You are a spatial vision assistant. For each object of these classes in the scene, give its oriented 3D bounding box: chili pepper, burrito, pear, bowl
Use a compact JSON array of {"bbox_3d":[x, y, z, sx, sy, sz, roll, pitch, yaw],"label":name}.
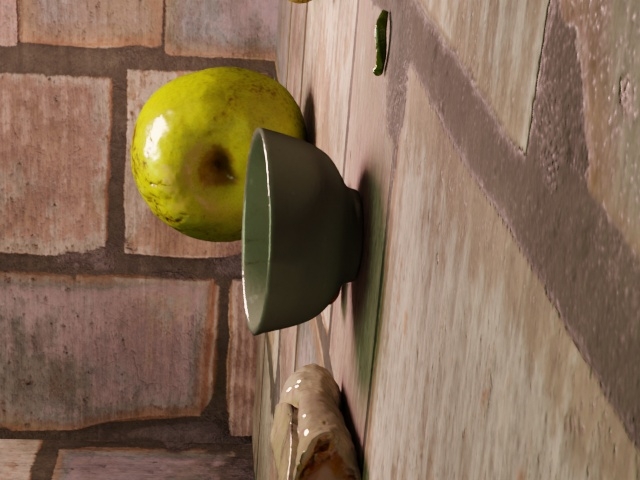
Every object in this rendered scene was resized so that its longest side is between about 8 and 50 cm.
[{"bbox_3d":[0.073,-0.240,1.518,0.030,0.017,0.083,-96,9,-61],"label":"chili pepper"},{"bbox_3d":[-0.009,0.283,1.724,0.299,0.105,0.143,-110,32,-77],"label":"burrito"},{"bbox_3d":[-0.200,-0.181,2.529,0.391,0.391,0.391,-178,90,-84],"label":"pear"},{"bbox_3d":[-0.022,-0.010,1.716,0.289,0.146,0.289,-178,90,-79],"label":"bowl"}]

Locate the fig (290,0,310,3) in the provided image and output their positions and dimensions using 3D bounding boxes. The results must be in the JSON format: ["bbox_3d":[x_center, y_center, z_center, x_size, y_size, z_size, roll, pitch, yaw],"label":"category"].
[{"bbox_3d":[-0.034,-0.482,2.132,0.153,0.121,0.136,123,144,-78],"label":"fig"}]

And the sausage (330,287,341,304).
[{"bbox_3d":[0.000,0.000,1.864,0.076,0.076,0.197,-128,41,-81],"label":"sausage"}]
